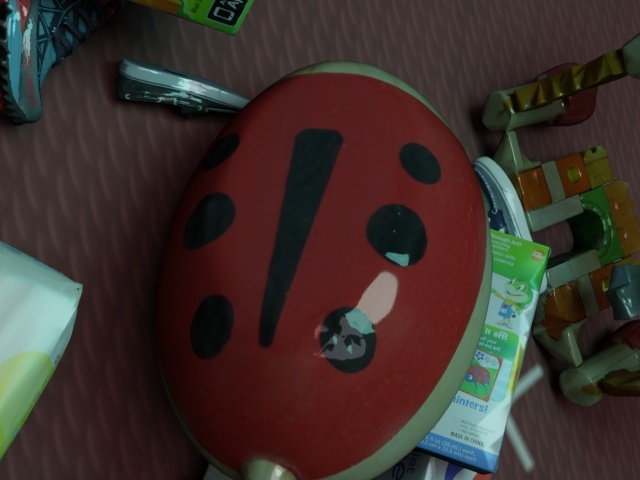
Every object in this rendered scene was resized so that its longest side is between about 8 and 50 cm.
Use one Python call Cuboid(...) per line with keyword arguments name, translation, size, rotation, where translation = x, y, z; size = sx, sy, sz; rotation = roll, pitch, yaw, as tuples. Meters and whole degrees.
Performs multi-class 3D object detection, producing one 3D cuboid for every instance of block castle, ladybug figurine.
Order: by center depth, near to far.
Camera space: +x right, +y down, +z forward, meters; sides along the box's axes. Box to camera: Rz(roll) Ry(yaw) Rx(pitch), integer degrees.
Cuboid(name="ladybug figurine", translation=(0.000, 0.000, 0.654), size=(0.305, 0.161, 0.449), rotation=(2, 54, 9))
Cuboid(name="block castle", translation=(0.409, -0.024, 0.900), size=(0.213, 0.303, 0.453), rotation=(-18, 92, -32))

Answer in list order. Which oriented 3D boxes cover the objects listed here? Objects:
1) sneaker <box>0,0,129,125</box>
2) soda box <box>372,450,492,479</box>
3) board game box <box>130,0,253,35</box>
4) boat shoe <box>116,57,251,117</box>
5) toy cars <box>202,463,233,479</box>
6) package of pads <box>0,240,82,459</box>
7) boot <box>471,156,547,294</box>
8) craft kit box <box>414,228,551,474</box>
Cuboid(name="sneaker", translation=(-0.236, -0.227, 0.679), size=(0.125, 0.104, 0.261), rotation=(10, 77, -30))
Cuboid(name="soda box", translation=(0.122, 0.255, 0.808), size=(0.091, 0.098, 0.286), rotation=(27, 69, -24))
Cuboid(name="board game box", translation=(-0.166, -0.447, 0.543), size=(0.356, 0.356, 0.356), rotation=(12, 51, -28))
Cuboid(name="boat shoe", translation=(-0.141, -0.150, 0.758), size=(0.142, 0.049, 0.040), rotation=(11, 110, -30))
Cuboid(name="toy cars", translation=(-0.029, 0.315, 0.714), size=(0.177, 0.087, 0.393), rotation=(-20, 90, 4))
Cuboid(name="package of pads", translation=(-0.327, 0.112, 0.501), size=(0.229, 0.101, 0.296), rotation=(32, 67, -21))
Cuboid(name="boot", translation=(0.208, -0.007, 0.920), size=(0.086, 0.069, 0.189), rotation=(-21, 83, -14))
Cuboid(name="craft kit box", translation=(0.089, 0.085, 0.775), size=(0.250, 0.061, 0.246), rotation=(19, 73, 6))
